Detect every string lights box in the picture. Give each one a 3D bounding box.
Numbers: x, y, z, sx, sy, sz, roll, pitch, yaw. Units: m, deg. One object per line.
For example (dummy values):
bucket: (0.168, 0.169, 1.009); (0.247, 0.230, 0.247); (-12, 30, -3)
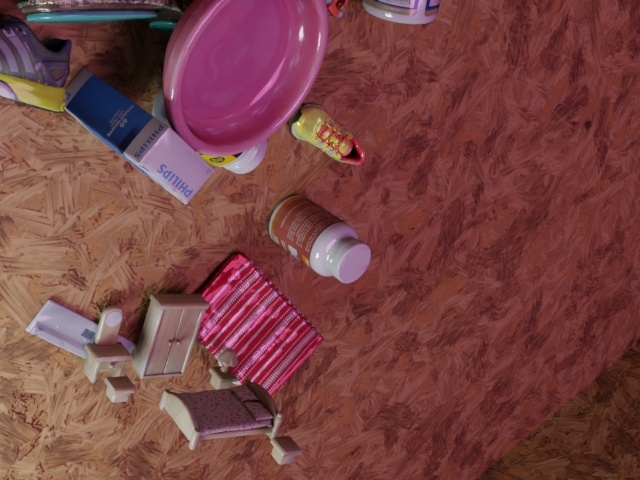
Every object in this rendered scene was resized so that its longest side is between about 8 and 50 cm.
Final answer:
string lights box: (-0.300, -0.169, 1.540); (0.077, 0.259, 0.133); (-51, 142, -5)

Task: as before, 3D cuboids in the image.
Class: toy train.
toy train: (0.028, -0.498, 1.815); (0.125, 0.046, 0.166); (-51, 142, -5)

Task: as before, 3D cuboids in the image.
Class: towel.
towel: (-0.145, 0.182, 2.017); (0.199, 0.031, 0.275); (-46, 103, -12)

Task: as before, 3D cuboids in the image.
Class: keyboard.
keyboard: (-0.452, 0.186, 1.838); (0.072, 0.014, 0.256); (-57, 142, -6)

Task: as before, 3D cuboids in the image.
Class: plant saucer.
plant saucer: (-0.130, -0.297, 1.554); (0.332, 0.084, 0.332); (-35, 148, -27)

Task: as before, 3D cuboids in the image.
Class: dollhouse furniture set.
dollhouse furniture set: (-0.229, 0.260, 1.804); (0.303, 0.355, 0.174); (2, 116, -40)

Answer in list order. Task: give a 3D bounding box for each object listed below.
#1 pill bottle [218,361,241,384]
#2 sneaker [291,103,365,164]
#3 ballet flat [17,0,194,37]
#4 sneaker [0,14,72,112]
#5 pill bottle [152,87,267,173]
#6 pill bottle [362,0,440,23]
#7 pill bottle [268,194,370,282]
pill bottle: (-0.116, 0.239, 2.137); (0.208, 0.117, 0.118); (-15, 126, -40)
sneaker: (0.024, -0.214, 1.977); (0.208, 0.094, 0.081); (24, 100, -50)
ballet flat: (-0.267, -0.403, 1.519); (0.482, 0.164, 0.182); (-3, 97, -51)
sneaker: (-0.492, -0.279, 1.404); (0.300, 0.111, 0.121); (11, 98, -55)
pill bottle: (-0.194, -0.205, 1.736); (0.119, 0.119, 0.208); (-57, 142, 2)
pill bottle: (0.174, -0.562, 1.835); (0.153, 0.153, 0.265); (-15, 127, -39)
pill bottle: (0.000, 0.000, 2.006); (0.121, 0.216, 0.121); (-26, 133, -32)
